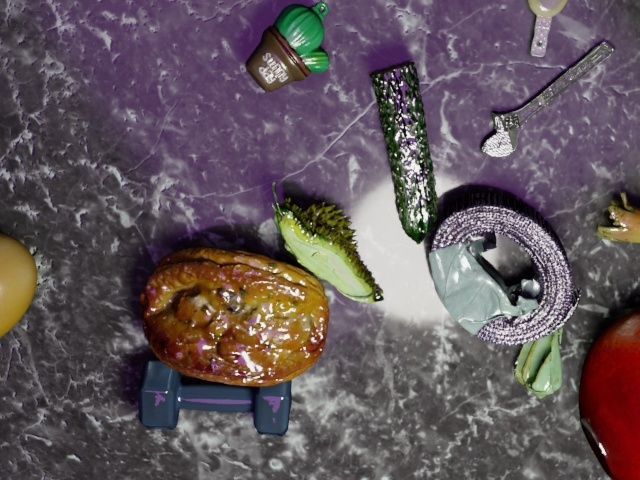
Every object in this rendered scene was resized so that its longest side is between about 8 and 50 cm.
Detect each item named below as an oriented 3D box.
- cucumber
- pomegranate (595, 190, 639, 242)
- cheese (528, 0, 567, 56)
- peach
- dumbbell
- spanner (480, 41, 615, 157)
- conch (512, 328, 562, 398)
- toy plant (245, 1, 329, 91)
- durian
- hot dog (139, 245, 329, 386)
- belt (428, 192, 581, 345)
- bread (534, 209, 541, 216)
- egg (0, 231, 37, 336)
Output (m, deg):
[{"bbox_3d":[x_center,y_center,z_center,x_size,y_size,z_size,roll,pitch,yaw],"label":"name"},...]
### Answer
[{"bbox_3d":[0.177,-0.165,1.791,0.096,0.096,0.359,-12,103,4],"label":"cucumber"},{"bbox_3d":[0.714,-0.032,1.768,0.286,0.231,0.231,39,103,21],"label":"pomegranate"},{"bbox_3d":[0.436,-0.452,1.749,0.097,0.037,0.192,7,104,1],"label":"cheese"},{"bbox_3d":[0.671,0.336,1.775,0.310,0.335,0.406,-19,108,5],"label":"peach"},{"bbox_3d":[-0.218,0.329,1.892,0.316,0.143,0.156,3,102,0],"label":"dumbbell"},{"bbox_3d":[0.447,-0.280,1.795,0.325,0.026,0.093,-39,100,8],"label":"spanner"},{"bbox_3d":[0.455,0.246,1.897,0.106,0.079,0.170,5,88,-6],"label":"conch"},{"bbox_3d":[-0.048,-0.372,1.749,0.200,0.105,0.143,-41,107,-2],"label":"toy plant"},{"bbox_3d":[0.003,0.002,1.819,0.132,0.106,0.375,-35,123,18],"label":"durian"},{"bbox_3d":[-0.177,0.148,1.821,0.388,0.174,0.267,9,93,4],"label":"hot dog"},{"bbox_3d":[0.359,0.058,1.817,0.260,0.122,0.325,-35,101,20],"label":"belt"},{"bbox_3d":[0.436,-0.020,1.851,0.049,0.033,0.088,-17,104,17],"label":"bread"},{"bbox_3d":[-0.720,0.100,1.797,0.322,0.250,0.250,-27,101,0],"label":"egg"}]
